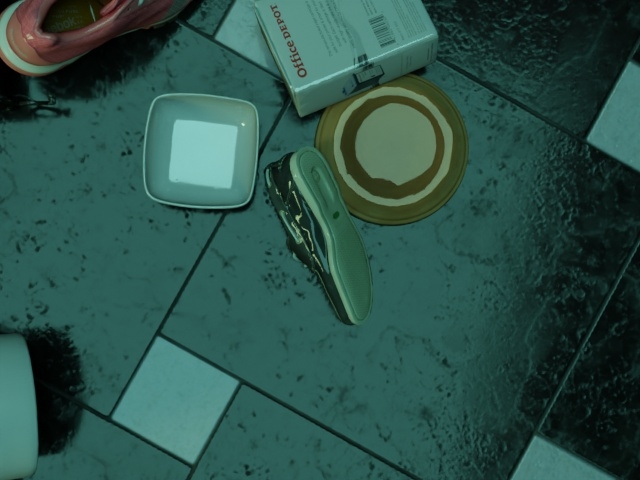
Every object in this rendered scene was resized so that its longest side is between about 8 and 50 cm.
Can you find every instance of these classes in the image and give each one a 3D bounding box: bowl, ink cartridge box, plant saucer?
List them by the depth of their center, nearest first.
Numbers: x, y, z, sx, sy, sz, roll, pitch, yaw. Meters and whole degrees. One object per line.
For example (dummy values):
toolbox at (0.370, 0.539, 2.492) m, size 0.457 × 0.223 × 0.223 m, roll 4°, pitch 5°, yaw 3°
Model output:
ink cartridge box at (0.032, -0.259, 1.337) m, size 0.190 × 0.082 × 0.140 m, roll -23°, pitch 73°, yaw -2°
bowl at (-0.149, -0.109, 1.353) m, size 0.142 × 0.053 × 0.142 m, roll 5°, pitch 87°, yaw -3°
plant saucer at (0.092, -0.119, 1.372) m, size 0.199 × 0.037 × 0.200 m, roll 0°, pitch 88°, yaw -3°

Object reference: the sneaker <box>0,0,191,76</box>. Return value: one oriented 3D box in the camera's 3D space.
sneaker at (-0.232, -0.294, 1.285) m, size 0.313 × 0.136 × 0.116 m, roll -37°, pitch 107°, yaw -21°

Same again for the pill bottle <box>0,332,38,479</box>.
pill bottle at (-0.514, 0.207, 1.214) m, size 0.360 × 0.204 × 0.204 m, roll -5°, pitch 88°, yaw -23°

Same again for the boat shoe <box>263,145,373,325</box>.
boat shoe at (0.000, 0.000, 1.355) m, size 0.079 × 0.084 × 0.233 m, roll -19°, pitch 97°, yaw 35°

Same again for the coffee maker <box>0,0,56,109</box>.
coffee maker at (-0.423, -0.253, 1.329) m, size 0.171 × 0.120 × 0.178 m, roll 0°, pitch 89°, yaw -29°
